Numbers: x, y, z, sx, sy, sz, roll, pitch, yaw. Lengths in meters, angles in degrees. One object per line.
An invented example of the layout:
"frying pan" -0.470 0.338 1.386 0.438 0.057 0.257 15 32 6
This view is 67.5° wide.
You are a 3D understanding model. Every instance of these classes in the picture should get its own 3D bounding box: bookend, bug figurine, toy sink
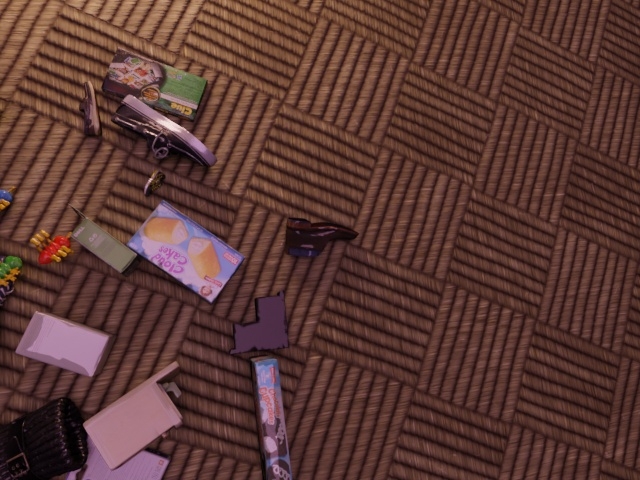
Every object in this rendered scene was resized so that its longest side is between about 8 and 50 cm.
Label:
"bookend" -0.173 0.221 1.296 0.158 0.072 0.156 -5 80 -14
"bug figurine" -0.768 -0.005 1.174 0.279 0.072 0.216 39 54 0
"toy sink" -0.409 0.419 1.138 0.234 0.152 0.131 -33 80 -27

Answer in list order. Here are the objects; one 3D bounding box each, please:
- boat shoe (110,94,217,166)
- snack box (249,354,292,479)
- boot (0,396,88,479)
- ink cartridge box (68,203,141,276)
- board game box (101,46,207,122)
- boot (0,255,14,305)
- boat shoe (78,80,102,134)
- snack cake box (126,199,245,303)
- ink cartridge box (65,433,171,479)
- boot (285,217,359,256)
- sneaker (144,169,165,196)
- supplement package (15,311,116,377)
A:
"boat shoe" -0.429 -0.274 1.303 0.307 0.113 0.104 34 81 -3
"snack box" -0.129 0.457 1.205 0.060 0.187 0.321 -6 81 -14
"boot" -0.653 0.560 1.080 0.261 0.131 0.347 -17 84 -12
"ink cartridge box" -0.565 0.004 1.221 0.209 0.109 0.062 38 73 -5
"board game box" -0.469 -0.442 1.366 0.260 0.030 0.136 18 74 -10
"boot" -0.791 0.132 1.164 0.086 0.069 0.189 -17 82 -20
"boat shoe" -0.629 -0.359 1.298 0.049 0.056 0.152 -10 83 -20
"snack cake box" -0.355 0.035 1.277 0.265 0.089 0.152 35 73 -5
"ink cartridge box" -0.506 0.593 1.163 0.209 0.045 0.206 25 75 -6
"boot" 0.000 0.000 1.390 0.220 0.082 0.106 9 100 -16
"sneaker" -0.456 -0.155 1.316 0.035 0.031 0.083 25 75 -9
"supplement package" -0.613 0.252 1.168 0.180 0.105 0.105 21 76 -8
